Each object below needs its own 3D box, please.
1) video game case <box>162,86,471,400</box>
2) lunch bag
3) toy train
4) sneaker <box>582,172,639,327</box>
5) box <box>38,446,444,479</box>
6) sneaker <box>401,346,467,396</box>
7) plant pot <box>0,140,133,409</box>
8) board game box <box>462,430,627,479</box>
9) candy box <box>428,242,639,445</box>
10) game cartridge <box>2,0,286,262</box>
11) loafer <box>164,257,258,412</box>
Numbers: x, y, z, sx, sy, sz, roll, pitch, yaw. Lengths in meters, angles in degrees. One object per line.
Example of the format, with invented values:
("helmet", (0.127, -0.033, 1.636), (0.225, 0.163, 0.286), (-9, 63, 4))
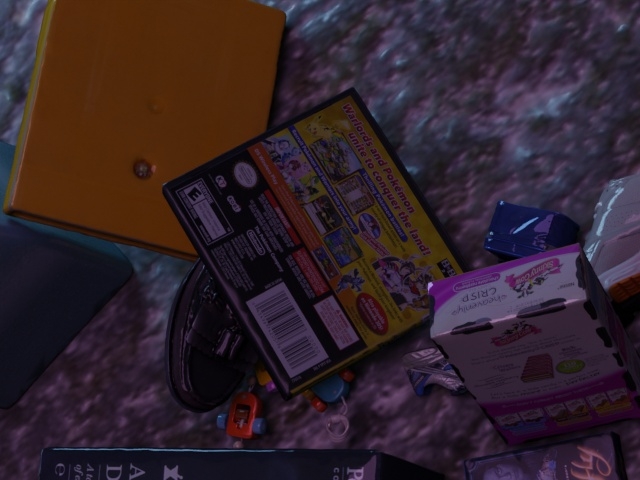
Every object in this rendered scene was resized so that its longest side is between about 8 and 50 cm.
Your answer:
("video game case", (0.000, 0.000, 1.716), (0.248, 0.035, 0.275), (-28, 77, -13))
("lunch bag", (0.223, 0.001, 1.684), (0.098, 0.067, 0.065), (12, 81, 34))
("toy train", (-0.032, 0.181, 1.760), (0.166, 0.046, 0.125), (0, 77, 26))
("sneaker", (0.315, 0.004, 1.642), (0.262, 0.099, 0.121), (-38, 56, 2))
("box", (-0.090, 0.376, 1.637), (0.396, 0.212, 0.293), (-3, 74, 21))
("sneaker", (0.157, 0.138, 1.693), (0.135, 0.052, 0.058), (-16, 80, 26))
("plant pot", (-0.432, 0.017, 1.856), (0.247, 0.252, 0.248), (-47, 63, 6))
("board game box", (0.246, 0.332, 1.600), (0.165, 0.042, 0.243), (-15, 71, 19))
("candy box", (0.222, 0.110, 1.562), (0.159, 0.233, 0.071), (-15, 51, 18))
("game cartridge", (-0.199, -0.153, 1.815), (0.053, 0.285, 0.323), (-20, 57, 64))
("loafer", (-0.087, 0.046, 1.745), (0.095, 0.109, 0.302), (-17, 48, 55))
